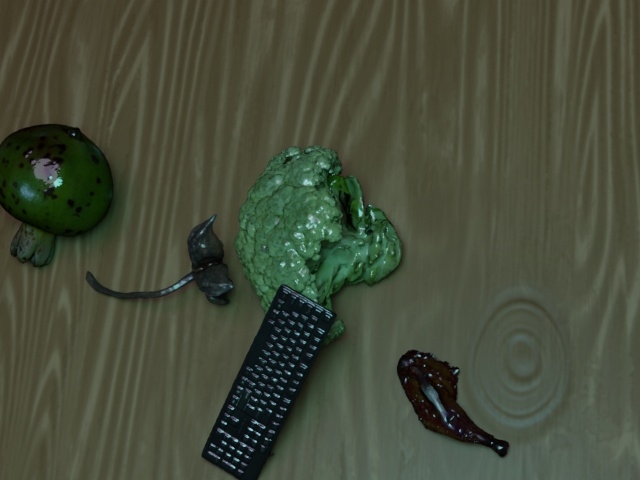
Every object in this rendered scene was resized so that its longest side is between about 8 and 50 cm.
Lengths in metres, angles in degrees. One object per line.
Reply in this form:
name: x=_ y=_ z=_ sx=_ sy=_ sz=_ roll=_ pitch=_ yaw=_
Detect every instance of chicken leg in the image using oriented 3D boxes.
chicken leg: x=0.186 y=0.242 z=1.658 sx=0.093 sy=0.053 sz=0.205 roll=-25 pitch=69 yaw=-15

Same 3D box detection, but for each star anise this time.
star anise: x=-0.257 y=0.049 z=1.777 sx=0.227 sy=0.148 sz=0.218 roll=-19 pitch=23 yaw=-8

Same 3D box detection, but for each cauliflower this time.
cauliflower: x=0.000 y=0.000 z=1.726 sx=0.250 sy=0.275 sz=0.272 roll=4 pitch=32 yaw=-25

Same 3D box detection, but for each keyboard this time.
keyboard: x=-0.075 y=0.214 z=1.639 sx=0.101 sy=0.018 sz=0.310 roll=29 pitch=110 yaw=9

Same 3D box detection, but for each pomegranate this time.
pomegranate: x=-0.443 y=-0.074 z=1.845 sx=0.202 sy=0.202 sz=0.248 roll=32 pitch=106 yaw=21
